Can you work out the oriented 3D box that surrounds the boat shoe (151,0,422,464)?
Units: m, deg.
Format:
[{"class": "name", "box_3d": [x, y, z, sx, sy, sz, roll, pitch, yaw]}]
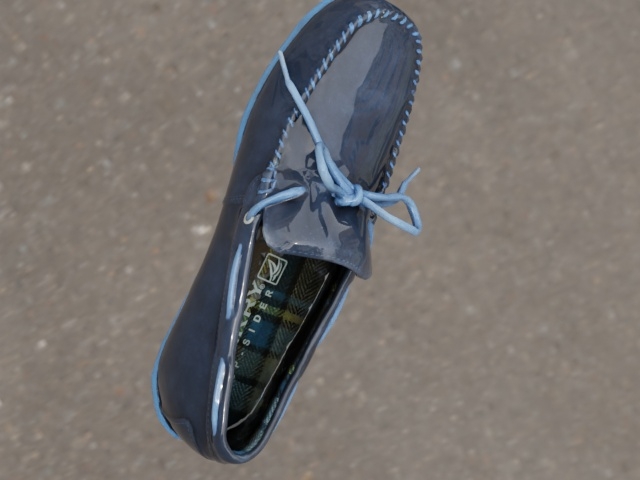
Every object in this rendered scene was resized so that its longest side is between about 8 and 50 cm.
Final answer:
[{"class": "boat shoe", "box_3d": [0.000, 0.000, 0.941, 0.109, 0.089, 0.258, 12, 101, -30]}]
